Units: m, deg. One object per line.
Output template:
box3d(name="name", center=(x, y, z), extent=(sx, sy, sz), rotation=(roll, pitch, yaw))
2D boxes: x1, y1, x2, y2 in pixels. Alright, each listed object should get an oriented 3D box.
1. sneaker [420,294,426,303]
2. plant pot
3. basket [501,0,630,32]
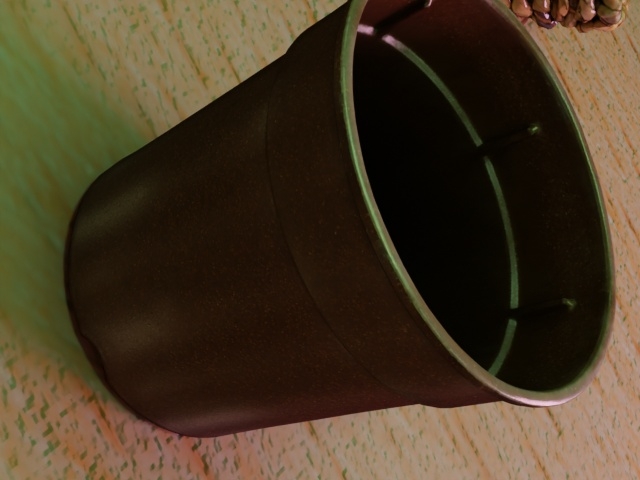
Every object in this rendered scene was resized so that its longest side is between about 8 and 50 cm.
box3d(name="sneaker", center=(0.052, 0.025, 0.626), extent=(0.071, 0.068, 0.170), rotation=(53, 16, 1))
box3d(name="plant pot", center=(0.000, 0.000, 0.489), extent=(0.167, 0.165, 0.167), rotation=(28, 52, -43))
box3d(name="basket", center=(0.108, -0.276, 0.825), extent=(0.213, 0.223, 0.299), rotation=(82, 21, -44))
